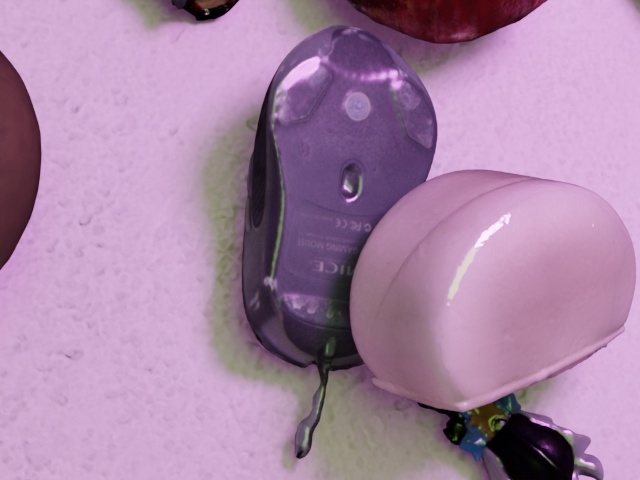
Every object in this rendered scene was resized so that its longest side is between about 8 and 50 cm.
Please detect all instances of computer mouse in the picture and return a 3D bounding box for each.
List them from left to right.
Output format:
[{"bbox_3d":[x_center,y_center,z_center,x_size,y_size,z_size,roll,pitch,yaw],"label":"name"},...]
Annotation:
[{"bbox_3d":[0.000,0.000,1.306,0.167,0.090,0.379,12,83,-23],"label":"computer mouse"}]

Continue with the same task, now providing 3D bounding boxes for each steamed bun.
[{"bbox_3d":[0.145,0.028,1.259,0.242,0.146,0.164,-19,110,-35],"label":"steamed bun"}]

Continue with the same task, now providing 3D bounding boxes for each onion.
[{"bbox_3d":[0.115,-0.304,1.375,0.246,0.190,0.246,4,55,-6],"label":"onion"}]

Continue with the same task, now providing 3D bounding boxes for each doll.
[{"bbox_3d":[0.176,0.183,1.304,0.195,0.070,0.096,41,74,10],"label":"doll"}]

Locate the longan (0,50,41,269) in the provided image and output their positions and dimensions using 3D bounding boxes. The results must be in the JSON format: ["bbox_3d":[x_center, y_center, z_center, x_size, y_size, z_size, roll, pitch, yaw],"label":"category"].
[{"bbox_3d":[-0.334,-0.060,1.162,0.246,0.215,0.246,-2,60,4],"label":"longan"}]

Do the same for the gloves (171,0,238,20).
[{"bbox_3d":[-0.166,-0.327,1.349,0.142,0.119,0.285,-26,96,-21],"label":"gloves"}]
